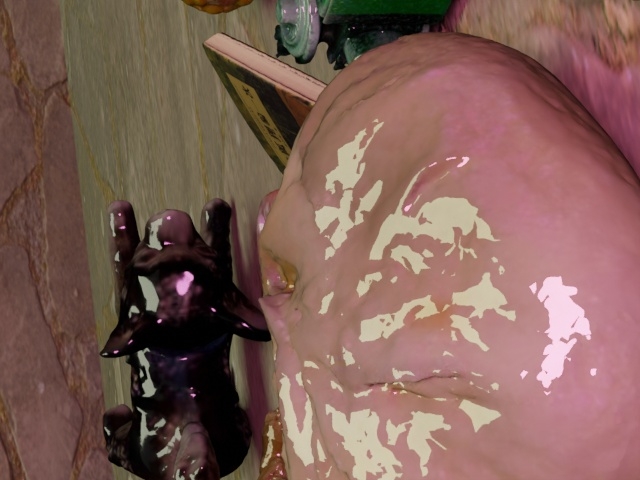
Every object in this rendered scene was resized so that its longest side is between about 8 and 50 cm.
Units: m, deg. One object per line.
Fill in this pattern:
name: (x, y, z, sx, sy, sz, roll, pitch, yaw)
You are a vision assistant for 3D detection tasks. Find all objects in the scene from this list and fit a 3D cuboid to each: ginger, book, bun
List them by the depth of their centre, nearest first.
bun: (0.069, 0.058, 0.866, 0.361, 0.213, 0.361, 174, 90, -74)
book: (0.007, -0.068, 1.130, 0.228, 0.024, 0.160, 33, 160, 46)
ginger: (-0.039, 0.250, 1.516, 0.096, 0.067, 0.165, 63, -161, -77)

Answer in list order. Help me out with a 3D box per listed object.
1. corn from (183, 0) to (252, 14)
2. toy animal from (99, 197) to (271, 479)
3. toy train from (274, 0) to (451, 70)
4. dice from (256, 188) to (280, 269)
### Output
corn: (-0.138, -0.372, 1.617, 0.363, 0.121, 0.120, -110, 23, -45)
toy animal: (-0.155, 0.131, 1.682, 0.302, 0.194, 0.344, -125, 32, -70)
toy train: (0.025, -0.270, 1.102, 0.202, 0.120, 0.300, 117, 146, -55)
dice: (0.000, 0.000, 1.287, 0.091, 0.094, 0.093, 154, 112, -68)
